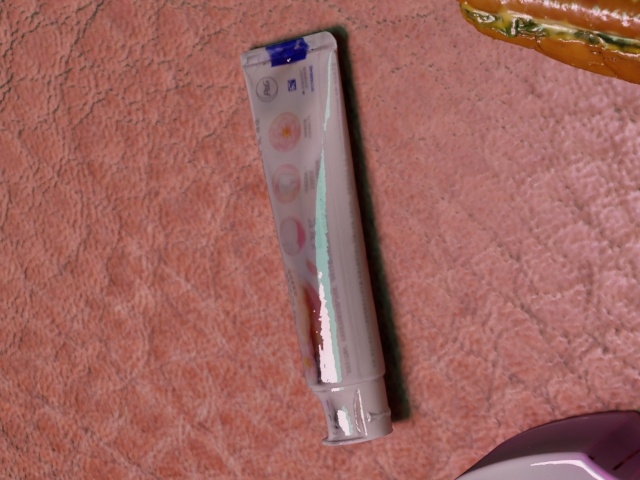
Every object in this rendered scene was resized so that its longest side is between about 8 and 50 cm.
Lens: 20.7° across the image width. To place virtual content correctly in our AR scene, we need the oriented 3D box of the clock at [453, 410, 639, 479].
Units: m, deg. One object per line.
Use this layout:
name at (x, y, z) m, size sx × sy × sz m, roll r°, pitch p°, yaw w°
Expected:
clock at (0.225, 0.295, 1.296) m, size 0.339 × 0.102 × 0.338 m, roll 9°, pitch 107°, yaw 31°

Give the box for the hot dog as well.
hot dog at (0.209, -0.168, 1.210) m, size 0.269 × 0.072 × 0.115 m, roll 10°, pitch 115°, yaw 31°

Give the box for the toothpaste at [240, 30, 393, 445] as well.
toothpaste at (0.000, 0.000, 1.397) m, size 0.100 × 0.066 × 0.323 m, roll -9°, pitch 93°, yaw 40°
